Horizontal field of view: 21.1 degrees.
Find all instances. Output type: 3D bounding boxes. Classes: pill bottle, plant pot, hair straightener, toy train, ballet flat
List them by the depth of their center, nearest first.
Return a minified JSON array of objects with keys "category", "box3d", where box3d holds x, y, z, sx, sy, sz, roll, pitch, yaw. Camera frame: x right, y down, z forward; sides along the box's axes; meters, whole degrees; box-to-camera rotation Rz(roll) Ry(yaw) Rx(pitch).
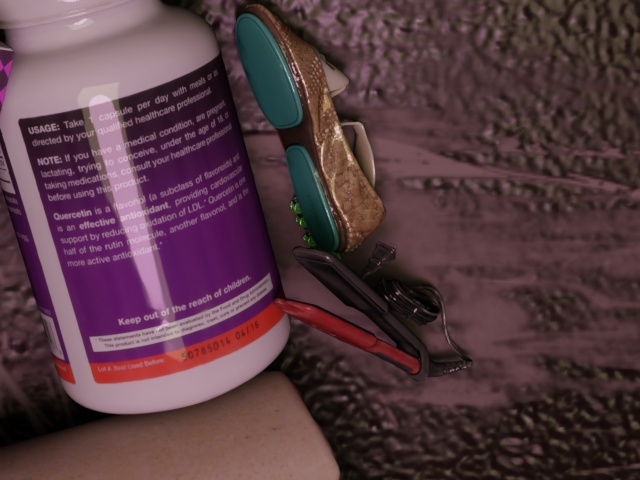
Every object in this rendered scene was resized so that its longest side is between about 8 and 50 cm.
[{"category":"pill bottle","box3d":[-0.141,-0.048,1.259,0.181,0.181,0.323,-14,107,-1]},{"category":"plant pot","box3d":[-0.124,0.257,1.302,0.305,0.334,0.334,-23,107,-10]},{"category":"hair straightener","box3d":[0.055,0.048,1.324,0.230,0.047,0.089,30,75,-45]},{"category":"ballet flat","box3d":[-0.003,-0.092,1.326,0.067,0.073,0.206,-27,107,-28]},{"category":"toy train","box3d":[0.000,0.000,1.372,0.023,0.017,0.083,-26,107,-8]}]

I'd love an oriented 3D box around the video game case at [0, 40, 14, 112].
[{"category":"video game case","box3d":[-0.298,-0.057,1.233,0.042,0.210,0.232,5,108,-35]}]
